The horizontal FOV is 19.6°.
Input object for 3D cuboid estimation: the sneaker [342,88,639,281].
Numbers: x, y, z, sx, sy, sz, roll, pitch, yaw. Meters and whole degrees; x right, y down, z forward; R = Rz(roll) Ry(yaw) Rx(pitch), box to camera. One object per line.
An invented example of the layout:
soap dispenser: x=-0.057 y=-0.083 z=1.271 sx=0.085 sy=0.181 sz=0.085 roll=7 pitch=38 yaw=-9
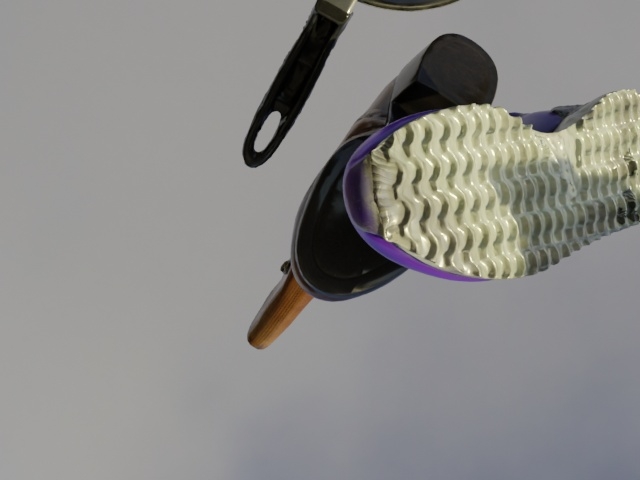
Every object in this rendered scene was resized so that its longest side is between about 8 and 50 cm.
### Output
sneaker: x=0.086 y=-0.024 z=1.127 sx=0.146 sy=0.293 sz=0.102 roll=-12 pitch=-92 yaw=39

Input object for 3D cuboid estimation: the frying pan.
frying pan: x=0.013 y=-0.225 z=1.349 sx=0.326 sy=0.053 sz=0.197 roll=-38 pitch=-86 yaw=6

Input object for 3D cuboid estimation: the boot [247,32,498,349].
boot: x=0.000 y=0.000 z=1.374 sx=0.280 sy=0.096 sz=0.264 roll=-47 pitch=-165 yaw=49
